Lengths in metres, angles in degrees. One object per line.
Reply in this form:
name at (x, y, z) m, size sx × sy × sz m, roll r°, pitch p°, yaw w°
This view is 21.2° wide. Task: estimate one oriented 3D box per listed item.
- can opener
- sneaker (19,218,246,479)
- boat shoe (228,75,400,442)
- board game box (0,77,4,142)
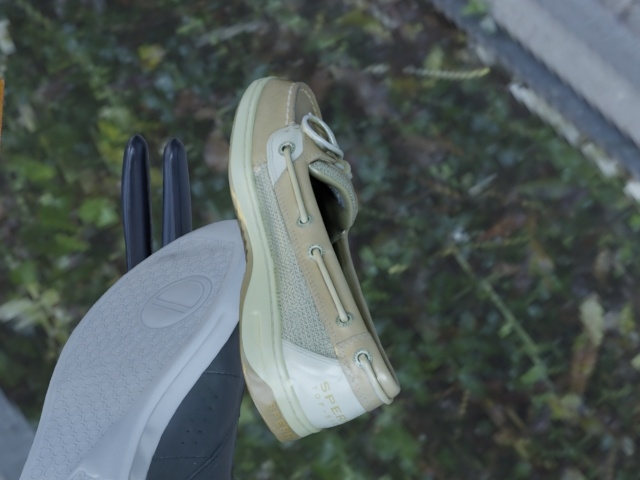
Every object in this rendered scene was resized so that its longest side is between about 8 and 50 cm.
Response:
can opener at (-0.106, 0.018, 1.109) m, size 0.059 × 0.073 × 0.186 m, roll 8°, pitch 114°, yaw -4°
sneaker at (-0.074, 0.127, 0.923) m, size 0.104 × 0.296 × 0.147 m, roll -14°, pitch 128°, yaw 29°
boat shoe at (-0.001, -0.001, 0.596) m, size 0.048 × 0.153 × 0.056 m, roll -17°, pitch 134°, yaw 15°
board game box at (-0.470, 0.050, 1.198) m, size 0.356 × 0.356 × 0.356 m, roll 3°, pitch 89°, yaw 51°
